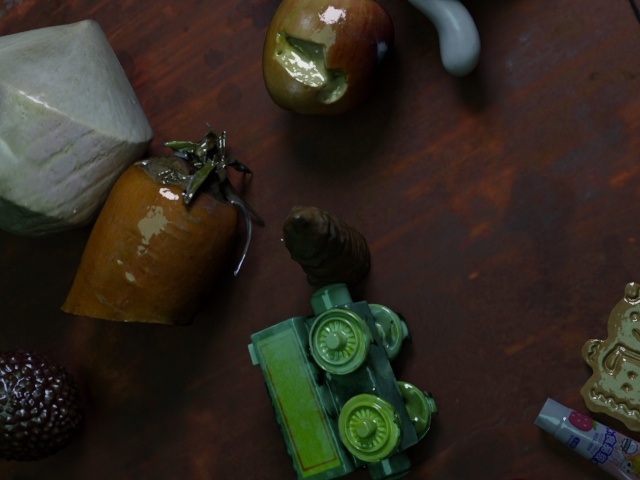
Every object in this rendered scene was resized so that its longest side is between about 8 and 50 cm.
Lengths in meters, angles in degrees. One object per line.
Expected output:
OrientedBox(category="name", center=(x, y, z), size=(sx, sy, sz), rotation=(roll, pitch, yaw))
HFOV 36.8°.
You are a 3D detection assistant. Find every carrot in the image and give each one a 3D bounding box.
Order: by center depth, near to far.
OrientedBox(category="carrot", center=(0.000, 0.000, 1.259), size=(0.102, 0.263, 0.102), rotation=(-2, 79, 12))
OrientedBox(category="carrot", center=(-0.216, -0.008, 1.375), size=(0.214, 0.193, 0.331), rotation=(26, 97, 19))

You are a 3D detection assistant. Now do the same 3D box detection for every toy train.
OrientedBox(category="toy train", center=(0.030, 0.199, 1.292), size=(0.188, 0.159, 0.271), rotation=(-24, 80, 25))

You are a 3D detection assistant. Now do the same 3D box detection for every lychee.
OrientedBox(category="lychee", center=(-0.450, 0.254, 1.465), size=(0.188, 0.188, 0.188), rotation=(-1, 87, 21))

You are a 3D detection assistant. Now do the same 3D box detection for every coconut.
OrientedBox(category="coconut", center=(-0.399, -0.177, 1.413), size=(0.329, 0.329, 0.328), rotation=(-1, 87, 21))

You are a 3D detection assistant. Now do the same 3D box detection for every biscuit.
OrientedBox(category="biscuit", center=(0.405, 0.149, 1.216), size=(0.133, 0.027, 0.184), rotation=(37, 100, 20))

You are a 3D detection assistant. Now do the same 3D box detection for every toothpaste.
OrientedBox(category="toothpaste", center=(0.366, 0.267, 1.220), size=(0.194, 0.043, 0.067), rotation=(29, 95, 14))

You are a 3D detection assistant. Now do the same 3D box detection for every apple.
OrientedBox(category="apple", center=(0.006, -0.253, 1.310), size=(0.199, 0.199, 0.199), rotation=(-1, 87, 21))

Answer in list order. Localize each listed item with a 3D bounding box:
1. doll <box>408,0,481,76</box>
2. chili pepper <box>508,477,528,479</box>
OrientedBox(category="doll", center=(0.174, -0.458, 1.237), size=(0.365, 0.187, 0.376), rotation=(-41, 119, 0))
OrientedBox(category="chili pepper", center=(0.329, 0.370, 1.197), size=(0.388, 0.110, 0.110), rotation=(11, 91, 16))
